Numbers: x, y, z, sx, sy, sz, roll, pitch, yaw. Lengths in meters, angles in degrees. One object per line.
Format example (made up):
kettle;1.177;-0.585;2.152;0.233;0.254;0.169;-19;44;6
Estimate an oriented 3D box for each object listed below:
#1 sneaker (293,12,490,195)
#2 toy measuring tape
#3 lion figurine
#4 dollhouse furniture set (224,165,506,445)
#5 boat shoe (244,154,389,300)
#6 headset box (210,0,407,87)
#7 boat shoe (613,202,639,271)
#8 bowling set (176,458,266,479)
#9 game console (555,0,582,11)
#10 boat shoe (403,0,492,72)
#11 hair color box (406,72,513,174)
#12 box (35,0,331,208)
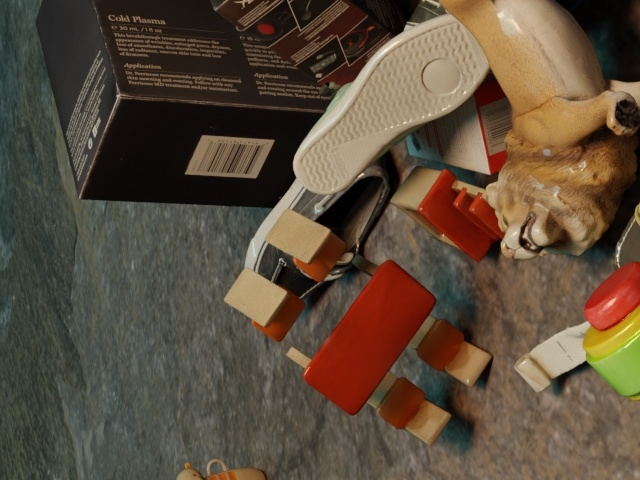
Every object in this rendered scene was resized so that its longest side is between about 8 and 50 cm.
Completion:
sneaker;0.080;-0.164;1.599;0.256;0.094;0.151;-38;14;28
toy measuring tape;0.251;0.100;1.385;0.330;0.121;0.121;-37;55;56
lion figurine;0.189;-0.174;1.418;0.240;0.142;0.392;-14;98;63
dollhouse furniture set;0.082;0.056;1.607;0.259;0.262;0.135;-55;31;-5
boat shoe;0.000;0.000;1.915;0.301;0.108;0.102;-56;38;34
headset box;-0.016;-0.300;1.801;0.110;0.293;0.218;-36;52;21
boat shoe;0.309;-0.034;1.342;0.228;0.068;0.081;-54;42;47
bowling set;-0.106;0.410;2.020;0.200;0.154;0.287;-35;58;58
game console;0.201;-0.358;1.450;0.293;0.173;0.250;-36;35;58
boat shoe;0.163;-0.217;1.631;0.219;0.077;0.070;25;94;52
hair color box;0.145;-0.130;1.660;0.167;0.053;0.093;20;128;60
box;-0.143;-0.212;1.942;0.179;0.343;0.313;-61;37;42
